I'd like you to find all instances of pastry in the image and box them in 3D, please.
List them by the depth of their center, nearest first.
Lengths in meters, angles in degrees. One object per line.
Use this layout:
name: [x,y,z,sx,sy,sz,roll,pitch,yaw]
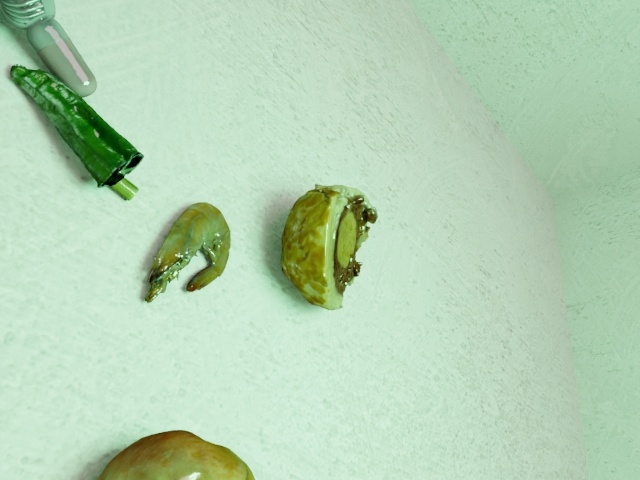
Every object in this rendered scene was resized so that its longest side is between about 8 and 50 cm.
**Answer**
pastry: [-0.004,0.007,0.967,0.236,0.170,0.256,1,102,-65]

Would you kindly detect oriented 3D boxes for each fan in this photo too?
fan: [-0.424,-0.330,0.700,0.074,0.130,0.244,-45,123,-29]

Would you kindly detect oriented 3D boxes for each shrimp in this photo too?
shrimp: [-0.224,0.029,0.819,0.236,0.053,0.133,-67,143,-45]

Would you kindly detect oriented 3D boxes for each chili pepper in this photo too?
chili pepper: [-0.381,-0.181,0.706,0.227,0.059,0.088,44,53,-6]

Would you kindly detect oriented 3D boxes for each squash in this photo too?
squash: [-0.336,-0.100,0.755,0.083,0.027,0.027,41,46,-30]

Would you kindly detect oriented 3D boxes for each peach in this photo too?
peach: [-0.178,0.367,0.606,0.235,0.214,0.214,49,40,-47]
